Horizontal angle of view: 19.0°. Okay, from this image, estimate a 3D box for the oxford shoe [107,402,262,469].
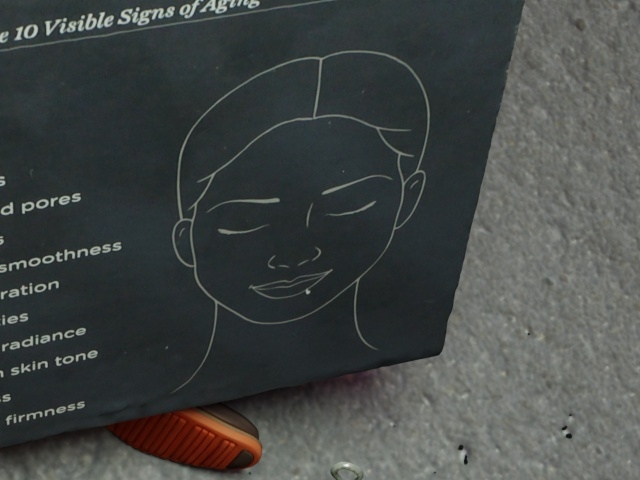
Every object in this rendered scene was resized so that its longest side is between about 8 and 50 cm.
[{"bbox_3d":[-0.160,0.100,1.595,0.271,0.097,0.098,30,54,-10],"label":"oxford shoe"}]

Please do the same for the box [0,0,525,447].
[{"bbox_3d":[-0.138,-0.119,1.396,0.480,0.471,0.297,-11,53,-17],"label":"box"}]

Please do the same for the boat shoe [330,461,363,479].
[{"bbox_3d":[0.035,0.250,1.613,0.306,0.113,0.105,-18,50,-19],"label":"boat shoe"}]
